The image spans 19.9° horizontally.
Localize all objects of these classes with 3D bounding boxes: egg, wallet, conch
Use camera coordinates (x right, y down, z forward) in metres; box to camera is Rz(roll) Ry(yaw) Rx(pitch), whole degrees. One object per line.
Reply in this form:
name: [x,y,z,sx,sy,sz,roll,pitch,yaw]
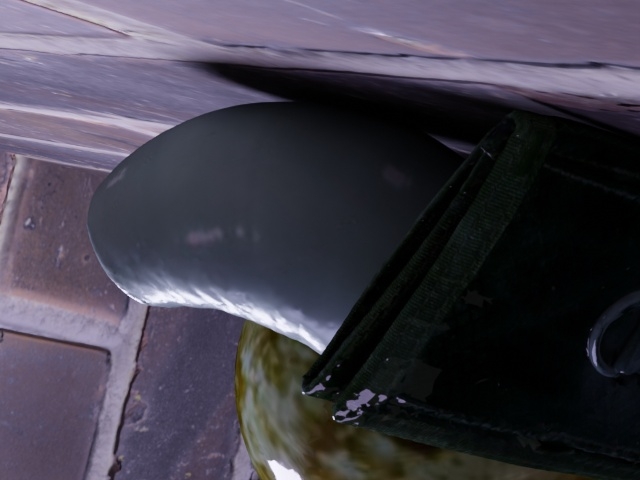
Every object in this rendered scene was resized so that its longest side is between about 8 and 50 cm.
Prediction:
egg: [0.093,0.078,1.067,0.289,0.238,0.238,-10,175,7]
wallet: [0.126,0.035,0.783,0.236,0.160,0.055,14,-150,-38]
conch: [0.003,-0.004,0.869,0.221,0.121,0.185,20,-179,-8]
